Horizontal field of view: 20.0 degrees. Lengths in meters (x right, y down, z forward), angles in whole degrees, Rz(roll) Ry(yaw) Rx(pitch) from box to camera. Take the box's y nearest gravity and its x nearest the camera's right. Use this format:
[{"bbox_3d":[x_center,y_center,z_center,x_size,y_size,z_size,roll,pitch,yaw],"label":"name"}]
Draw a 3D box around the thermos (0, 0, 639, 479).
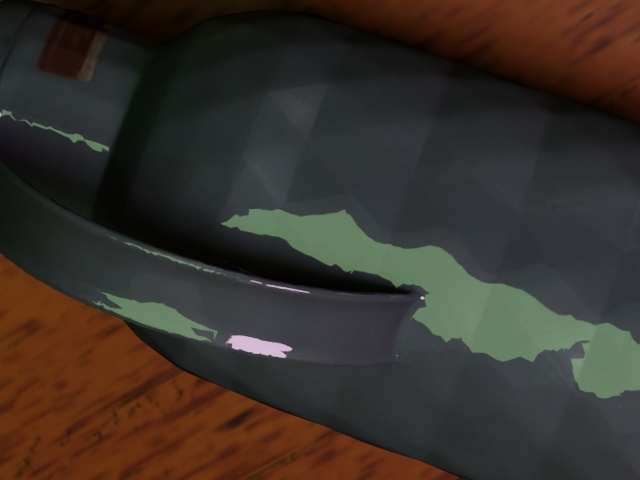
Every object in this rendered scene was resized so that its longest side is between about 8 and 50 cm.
[{"bbox_3d":[0.000,0.000,0.645,0.286,0.182,0.145,18,112,1],"label":"thermos"}]
